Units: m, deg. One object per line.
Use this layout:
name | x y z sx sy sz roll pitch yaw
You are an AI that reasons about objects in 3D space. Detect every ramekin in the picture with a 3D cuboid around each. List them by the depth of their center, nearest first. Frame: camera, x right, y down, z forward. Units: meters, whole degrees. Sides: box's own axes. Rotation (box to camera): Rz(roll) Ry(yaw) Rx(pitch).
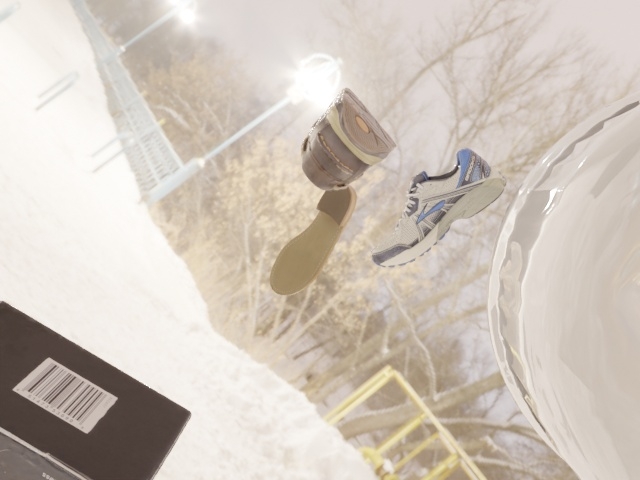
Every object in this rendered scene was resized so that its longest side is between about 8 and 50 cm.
ramekin | 0.231 0.039 0.348 0.277 0.277 0.135 52 12 7

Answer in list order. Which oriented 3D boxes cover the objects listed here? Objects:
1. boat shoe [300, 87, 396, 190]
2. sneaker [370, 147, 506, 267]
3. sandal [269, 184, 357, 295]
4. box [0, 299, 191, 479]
boat shoe | 0.029 -0.153 1.038 0.132 0.130 0.355 51 13 -1
sneaker | 0.093 -0.031 0.586 0.058 0.135 0.052 49 11 -10
sandal | 0.004 0.004 1.191 0.088 0.240 0.079 43 21 26
box | -0.602 0.469 1.356 0.480 0.471 0.297 31 24 -1
